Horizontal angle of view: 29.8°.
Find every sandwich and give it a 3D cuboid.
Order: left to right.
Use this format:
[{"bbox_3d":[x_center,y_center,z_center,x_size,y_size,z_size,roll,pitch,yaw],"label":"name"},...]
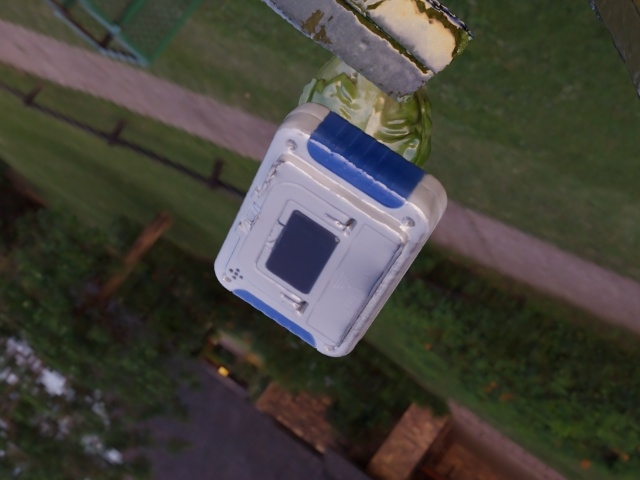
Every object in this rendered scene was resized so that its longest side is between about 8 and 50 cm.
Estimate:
[{"bbox_3d":[0.005,-0.195,0.919,0.235,0.079,0.159,39,-172,4],"label":"sandwich"}]

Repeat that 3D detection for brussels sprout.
[{"bbox_3d":[0.060,-0.163,1.724,0.244,0.244,0.244,36,171,7],"label":"brussels sprout"}]

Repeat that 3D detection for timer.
[{"bbox_3d":[0.000,0.000,1.197,0.178,0.078,0.253,33,135,4],"label":"timer"}]

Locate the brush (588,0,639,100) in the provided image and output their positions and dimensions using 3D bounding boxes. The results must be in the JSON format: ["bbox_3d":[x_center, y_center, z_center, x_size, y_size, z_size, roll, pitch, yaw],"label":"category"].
[{"bbox_3d":[0.253,-0.158,0.814,0.197,0.123,0.059,-98,12,-51],"label":"brush"}]
